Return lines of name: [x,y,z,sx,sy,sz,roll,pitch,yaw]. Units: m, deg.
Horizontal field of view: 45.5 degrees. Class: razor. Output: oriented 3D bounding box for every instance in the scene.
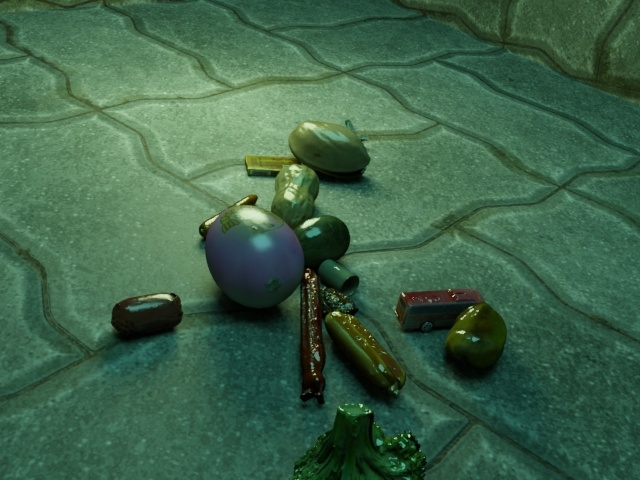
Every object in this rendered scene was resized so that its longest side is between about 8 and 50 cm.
razor: [0.097,-0.339,2.390,0.066,0.033,0.190,3,26,-10]

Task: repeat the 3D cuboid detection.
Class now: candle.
candle: [-0.016,0.178,1.467,0.048,0.051,0.329,-6,40,4]

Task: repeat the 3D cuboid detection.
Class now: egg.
egg: [-0.144,0.029,1.576,0.196,0.196,0.271,-13,23,-32]

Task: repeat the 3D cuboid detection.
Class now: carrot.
carrot: [-0.217,-0.064,1.846,0.043,0.043,0.248,21,32,18]

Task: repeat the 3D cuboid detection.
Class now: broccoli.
broccoli: [0.053,0.326,1.142,0.219,0.194,0.194,-2,33,-7]

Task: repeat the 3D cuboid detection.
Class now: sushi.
sushi: [0.021,0.133,1.582,0.120,0.052,0.055,30,22,27]

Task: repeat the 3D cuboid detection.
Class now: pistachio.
pistachio: [0.313,0.196,1.517,0.110,0.100,0.189,39,27,4]
pistachio: [0.024,-0.253,2.126,0.237,0.138,0.153,18,66,0]

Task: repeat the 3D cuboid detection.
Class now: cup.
cup: [0.046,0.078,1.672,0.074,0.055,0.083,-19,39,-36]

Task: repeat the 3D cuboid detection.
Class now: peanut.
peanut: [-0.063,-0.112,1.886,0.123,0.124,0.257,9,29,-1]

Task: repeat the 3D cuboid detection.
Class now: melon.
melon: [0.000,0.000,1.727,0.167,0.114,0.114,-19,41,-34]

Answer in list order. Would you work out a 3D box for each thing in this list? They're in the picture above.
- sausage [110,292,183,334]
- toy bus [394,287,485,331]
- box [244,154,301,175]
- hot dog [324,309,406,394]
sausage: [-0.330,0.138,1.458,0.141,0.076,0.076,-8,35,-27]
toy bus: [0.254,0.143,1.600,0.192,0.077,0.065,-3,35,-18]
box: [-0.129,-0.206,2.115,0.156,0.022,0.089,1,34,-14]
hot dog: [0.083,0.215,1.443,0.092,0.062,0.236,30,11,-40]
